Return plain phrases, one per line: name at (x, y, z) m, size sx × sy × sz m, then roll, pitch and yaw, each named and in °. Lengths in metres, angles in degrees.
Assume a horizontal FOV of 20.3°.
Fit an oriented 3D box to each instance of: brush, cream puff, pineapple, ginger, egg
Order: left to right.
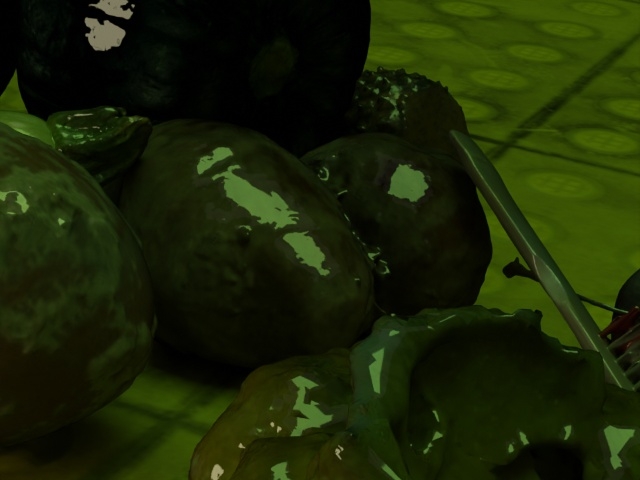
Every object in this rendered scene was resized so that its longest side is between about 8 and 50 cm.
egg at (-0.215, 0.027, 1.034) m, size 0.245 × 0.203 × 0.203 m, roll 15°, pitch 21°, yaw -6°
ginger at (0.000, 0.000, 1.243) m, size 0.304 × 0.155 × 0.244 m, roll 0°, pitch 14°, yaw -37°
pineapple at (0.007, -0.101, 1.550) m, size 0.251 × 0.125 × 0.125 m, roll 12°, pitch 21°, yaw 39°
cream puff at (0.062, 0.126, 0.877) m, size 0.281 × 0.185 × 0.282 m, roll 3°, pitch 20°, yaw -1°
brush at (0.170, 0.041, 1.116) m, size 0.050 × 0.060 × 0.321 m, roll -35°, pitch 52°, yaw 7°

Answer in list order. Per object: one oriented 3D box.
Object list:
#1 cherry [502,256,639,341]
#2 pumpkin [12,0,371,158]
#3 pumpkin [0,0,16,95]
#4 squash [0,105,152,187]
cherry at (0.244, 0.053, 1.203) m, size 0.148 × 0.115 × 0.188 m, roll -30°, pitch 31°, yaw -25°
pumpkin at (-0.106, -0.170, 1.389) m, size 0.238 × 0.315 × 0.315 m, roll 22°, pitch 27°, yaw 33°
pumpkin at (-0.410, -0.187, 1.392) m, size 0.363 × 0.266 × 0.363 m, roll -6°, pitch 17°, yaw 2°
squash at (-0.248, -0.029, 1.175) m, size 0.287 × 0.137 × 0.137 m, roll -1°, pitch 19°, yaw 17°
